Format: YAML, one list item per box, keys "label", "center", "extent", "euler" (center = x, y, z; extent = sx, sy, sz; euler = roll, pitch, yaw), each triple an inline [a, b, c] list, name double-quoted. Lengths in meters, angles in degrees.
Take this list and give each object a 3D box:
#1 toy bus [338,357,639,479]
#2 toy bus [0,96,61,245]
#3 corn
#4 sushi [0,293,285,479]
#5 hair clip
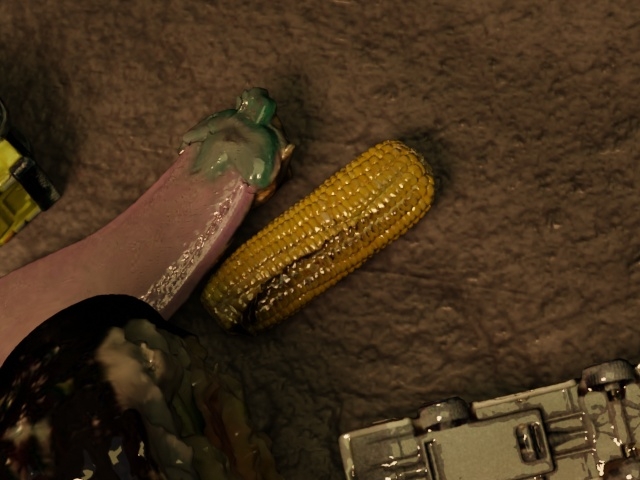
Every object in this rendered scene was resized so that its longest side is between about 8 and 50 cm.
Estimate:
- label: "toy bus"
  center: [0.152, 0.150, 1.303]
  extent: [0.268, 0.106, 0.092]
  euler: [-14, 78, 2]
- label: "toy bus"
  center: [-0.336, -0.096, 1.367]
  extent: [0.150, 0.128, 0.262]
  euler: [-44, 80, -7]
- label: "corn"
  center: [0.000, 0.000, 1.362]
  extent: [0.203, 0.072, 0.072]
  euler: [-36, 79, -5]
- label: "sushi"
  center: [-0.163, 0.230, 1.196]
  extent: [0.285, 0.328, 0.328]
  euler: [-26, 79, 8]
- label: "hair clip"
  center: [-0.157, 0.029, 1.357]
  extent: [0.359, 0.095, 0.110]
  euler: [-37, 96, -3]
